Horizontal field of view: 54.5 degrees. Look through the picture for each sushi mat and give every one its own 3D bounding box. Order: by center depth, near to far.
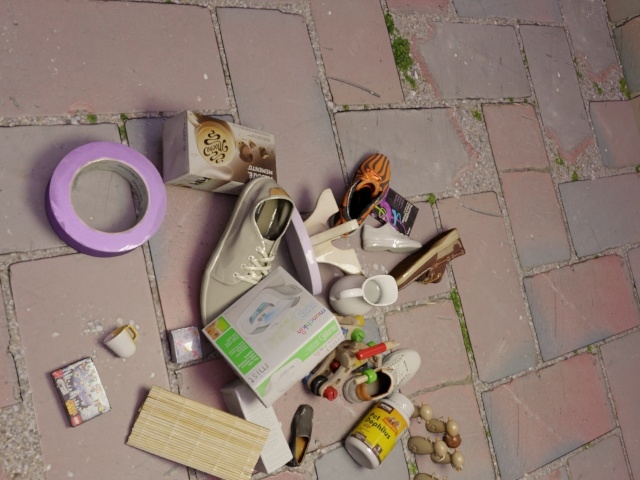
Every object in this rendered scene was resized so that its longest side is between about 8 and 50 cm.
[{"bbox_3d":[-0.296,0.475,1.511,0.316,0.019,0.152,23,86,-7],"label":"sushi mat"}]

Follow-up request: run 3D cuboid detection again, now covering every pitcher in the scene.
[{"bbox_3d":[0.091,0.155,1.773,0.177,0.207,0.126,1,79,-30],"label":"pitcher"}]

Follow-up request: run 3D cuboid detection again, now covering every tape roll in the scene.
[{"bbox_3d":[-0.525,-0.099,1.531,0.274,0.090,0.275,8,75,-30],"label":"tape roll"}]

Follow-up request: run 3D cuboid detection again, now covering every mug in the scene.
[{"bbox_3d":[-0.474,0.245,1.505,0.078,0.062,0.064,-41,109,-24],"label":"mug"}]

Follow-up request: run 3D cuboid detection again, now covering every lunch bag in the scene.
[{"bbox_3d":[-0.344,0.263,1.582,0.071,0.053,0.083,-10,94,-30],"label":"lunch bag"}]

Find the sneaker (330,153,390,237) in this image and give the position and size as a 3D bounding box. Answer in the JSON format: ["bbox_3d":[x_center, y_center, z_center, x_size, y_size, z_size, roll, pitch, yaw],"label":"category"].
[{"bbox_3d":[0.151,-0.160,1.881,0.124,0.180,0.321,29,64,-4],"label":"sneaker"}]

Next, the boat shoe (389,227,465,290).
[{"bbox_3d":[0.354,0.084,2.001,0.342,0.123,0.123,-34,96,-38],"label":"boat shoe"}]

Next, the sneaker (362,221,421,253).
[{"bbox_3d":[0.229,-0.012,1.974,0.212,0.080,0.094,6,67,-28],"label":"sneaker"}]

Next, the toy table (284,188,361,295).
[{"bbox_3d":[0.000,0.000,1.752,0.160,0.252,0.274,-19,98,-16],"label":"toy table"}]

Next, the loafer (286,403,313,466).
[{"bbox_3d":[-0.047,0.532,1.695,0.062,0.061,0.170,22,68,-24],"label":"loafer"}]

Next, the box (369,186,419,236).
[{"bbox_3d":[0.240,-0.095,2.021,0.162,0.029,0.116,33,65,-22],"label":"box"}]

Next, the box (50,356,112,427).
[{"bbox_3d":[-0.557,0.352,1.449,0.094,0.027,0.137,-22,92,-31],"label":"box"}]

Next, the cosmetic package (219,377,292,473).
[{"bbox_3d":[-0.167,0.471,1.605,0.085,0.117,0.231,-24,91,-30],"label":"cosmetic package"}]

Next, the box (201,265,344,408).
[{"bbox_3d":[-0.116,0.238,1.551,0.262,0.231,0.127,-39,142,-15],"label":"box"}]

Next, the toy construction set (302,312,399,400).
[{"bbox_3d":[0.099,0.292,1.710,0.237,0.308,0.258,-12,94,-37],"label":"toy construction set"}]

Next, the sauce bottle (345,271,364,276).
[{"bbox_3d":[0.107,0.105,1.890,0.128,0.042,0.042,47,60,-12],"label":"sauce bottle"}]

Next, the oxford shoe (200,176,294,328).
[{"bbox_3d":[-0.188,0.055,1.610,0.169,0.130,0.450,20,91,-49],"label":"oxford shoe"}]

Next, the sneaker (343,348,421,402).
[{"bbox_3d":[0.214,0.405,1.844,0.290,0.123,0.106,-23,90,-34],"label":"sneaker"}]

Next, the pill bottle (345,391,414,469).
[{"bbox_3d":[0.177,0.542,1.793,0.215,0.117,0.117,-42,102,-31],"label":"pill bottle"}]

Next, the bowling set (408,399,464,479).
[{"bbox_3d":[0.375,0.605,1.876,0.199,0.154,0.287,-10,85,-32],"label":"bowling set"}]

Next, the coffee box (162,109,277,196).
[{"bbox_3d":[-0.262,-0.219,1.651,0.297,0.118,0.168,8,74,-47],"label":"coffee box"}]
